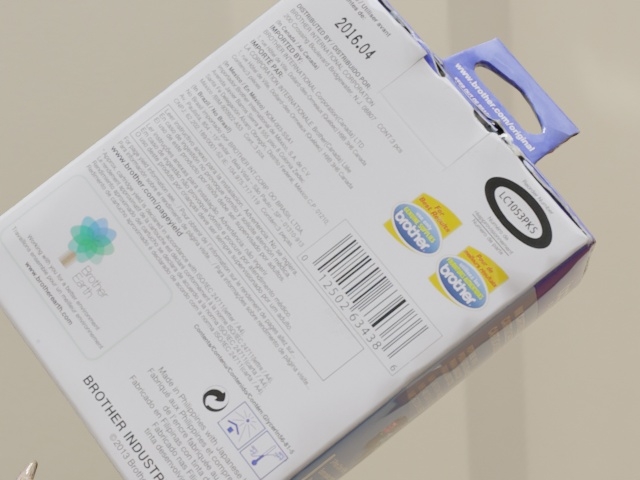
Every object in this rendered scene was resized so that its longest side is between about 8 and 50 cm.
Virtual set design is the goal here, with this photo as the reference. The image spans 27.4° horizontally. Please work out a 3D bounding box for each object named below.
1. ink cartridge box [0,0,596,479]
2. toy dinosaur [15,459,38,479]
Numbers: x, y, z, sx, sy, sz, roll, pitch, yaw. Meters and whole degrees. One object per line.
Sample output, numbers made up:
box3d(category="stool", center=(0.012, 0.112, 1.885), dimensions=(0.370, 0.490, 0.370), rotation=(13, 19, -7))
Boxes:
box3d(category="ink cartridge box", center=(0.000, 0.000, 0.912), dimensions=(0.395, 0.151, 0.270), rotation=(-39, -105, -2))
box3d(category="toy dinosaur", center=(-0.199, 0.279, 0.766), dimensions=(0.127, 0.200, 0.295), rotation=(35, -148, -63))
